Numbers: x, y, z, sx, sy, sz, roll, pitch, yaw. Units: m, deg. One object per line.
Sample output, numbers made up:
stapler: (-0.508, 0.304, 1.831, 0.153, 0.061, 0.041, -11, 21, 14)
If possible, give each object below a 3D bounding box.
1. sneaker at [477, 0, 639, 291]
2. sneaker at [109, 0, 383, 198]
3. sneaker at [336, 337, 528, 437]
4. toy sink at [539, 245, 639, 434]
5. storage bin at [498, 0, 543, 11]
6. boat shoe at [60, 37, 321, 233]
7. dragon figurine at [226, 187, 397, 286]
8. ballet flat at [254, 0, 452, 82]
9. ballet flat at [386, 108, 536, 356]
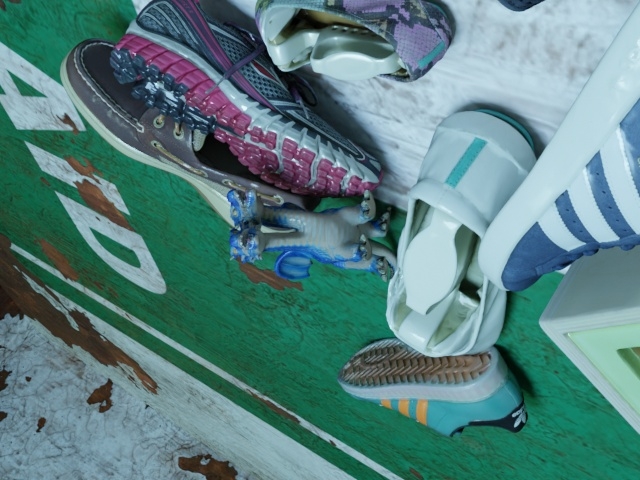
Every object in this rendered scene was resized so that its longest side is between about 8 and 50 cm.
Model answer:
sneaker: (0.229, -0.034, 0.515, 0.148, 0.131, 0.350, 38, 153, 14)
sneaker: (-0.057, -0.144, 0.752, 0.299, 0.112, 0.121, 33, 160, -14)
sneaker: (0.144, 0.210, 1.006, 0.302, 0.108, 0.121, -8, 122, 53)
toy sink: (0.312, 0.060, 0.549, 0.153, 0.131, 0.234, 46, 152, -12)
storage bin: (0.111, -0.231, 0.383, 0.180, 0.122, 0.084, 50, 151, -17)
boat shoe: (-0.143, -0.133, 0.864, 0.342, 0.123, 0.123, 40, 144, -7)
dragon figurine: (0.000, 0.000, 0.810, 0.144, 0.085, 0.289, 0, 170, 20)
ballet flat: (0.006, -0.176, 0.642, 0.222, 0.079, 0.077, 19, 146, 36)
ballet flat: (0.123, 0.039, 0.758, 0.139, 0.139, 0.400, 29, 151, 21)
